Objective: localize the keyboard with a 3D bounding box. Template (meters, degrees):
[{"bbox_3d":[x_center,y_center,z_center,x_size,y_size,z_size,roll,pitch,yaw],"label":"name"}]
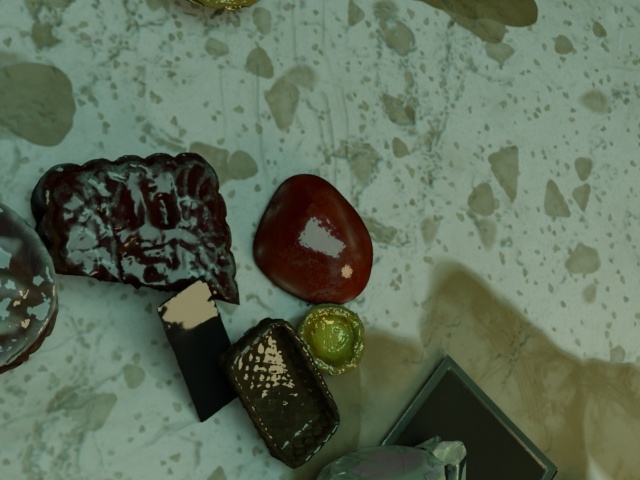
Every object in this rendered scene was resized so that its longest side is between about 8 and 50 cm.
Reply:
[{"bbox_3d":[-0.143,0.133,1.059,0.074,0.015,0.197,-33,130,-24],"label":"keyboard"}]

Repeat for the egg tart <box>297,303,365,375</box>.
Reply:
[{"bbox_3d":[0.011,0.133,1.178,0.105,0.039,0.105,6,77,-25],"label":"egg tart"}]

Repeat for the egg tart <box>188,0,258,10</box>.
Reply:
[{"bbox_3d":[-0.154,-0.393,1.196,0.191,0.074,0.191,6,75,-24],"label":"egg tart"}]

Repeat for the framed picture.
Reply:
[{"bbox_3d":[0.208,0.318,1.246,0.252,0.014,0.197,46,64,-10],"label":"framed picture"}]

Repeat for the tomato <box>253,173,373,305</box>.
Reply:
[{"bbox_3d":[0.007,-0.002,1.183,0.174,0.082,0.166,32,66,-14],"label":"tomato"}]

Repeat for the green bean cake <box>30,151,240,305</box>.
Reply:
[{"bbox_3d":[-0.223,-0.006,1.063,0.232,0.097,0.199,-4,81,-27],"label":"green bean cake"}]

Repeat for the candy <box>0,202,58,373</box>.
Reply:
[{"bbox_3d":[-0.420,0.051,0.917,0.289,0.157,0.215,4,80,-10],"label":"candy"}]

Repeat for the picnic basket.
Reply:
[{"bbox_3d":[-0.053,0.189,1.099,0.110,0.054,0.193,-40,121,-27],"label":"picnic basket"}]

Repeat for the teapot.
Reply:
[{"bbox_3d":[0.092,0.357,1.125,0.221,0.163,0.178,-24,108,-67],"label":"teapot"}]
